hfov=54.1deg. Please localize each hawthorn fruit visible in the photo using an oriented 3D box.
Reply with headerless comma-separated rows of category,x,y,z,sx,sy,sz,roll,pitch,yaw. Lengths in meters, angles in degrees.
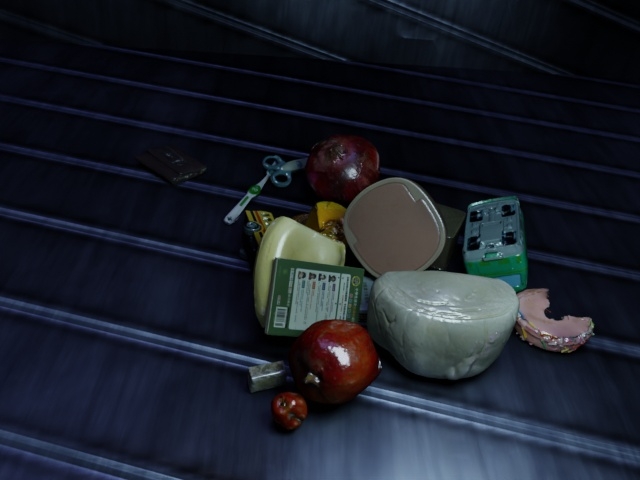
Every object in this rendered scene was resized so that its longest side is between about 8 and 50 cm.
hawthorn fruit,-0.076,0.395,1.464,0.093,0.093,0.093,4,36,-3
hawthorn fruit,0.021,0.299,1.513,0.215,0.215,0.249,22,27,21

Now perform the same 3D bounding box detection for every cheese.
cheese,-0.075,0.107,1.715,0.259,0.316,0.128,26,-9,-20

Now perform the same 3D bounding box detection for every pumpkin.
pumpkin,0.000,-0.001,1.956,0.190,0.139,0.280,42,44,12

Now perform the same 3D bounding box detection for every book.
book,-0.011,0.159,1.668,0.264,0.202,0.027,8,-2,-26

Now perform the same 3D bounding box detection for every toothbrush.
toothbrush,-0.246,-0.173,2.280,0.042,0.040,0.418,28,43,4

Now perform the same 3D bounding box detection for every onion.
onion,0.080,-0.258,2.259,0.276,0.276,0.276,4,36,-3

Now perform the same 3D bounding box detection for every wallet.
wallet,-0.564,-0.293,2.387,0.229,0.049,0.182,32,40,29

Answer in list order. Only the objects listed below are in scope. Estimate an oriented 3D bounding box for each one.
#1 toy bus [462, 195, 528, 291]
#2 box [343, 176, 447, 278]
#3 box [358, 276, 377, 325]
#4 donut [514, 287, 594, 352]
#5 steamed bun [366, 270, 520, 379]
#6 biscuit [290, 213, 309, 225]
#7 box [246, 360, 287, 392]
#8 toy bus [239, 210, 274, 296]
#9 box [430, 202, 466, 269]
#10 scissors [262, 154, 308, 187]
toy bus,0.554,0.021,1.962,0.183,0.200,0.343,-10,26,22
box,0.235,-0.042,1.880,0.300,0.301,0.216,16,12,14
box,0.195,0.177,1.827,0.242,0.067,0.155,3,37,-3
donut,0.645,0.235,1.793,0.199,0.085,0.233,-17,42,-29
steamed bun,0.317,0.222,1.626,0.383,0.247,0.236,5,33,-3
biscuit,-0.056,-0.027,2.107,0.126,0.025,0.206,-11,39,-22
box,-0.133,0.339,1.559,0.098,0.062,0.045,-6,42,-20
toy bus,-0.169,0.040,1.923,0.123,0.121,0.336,-1,35,-21
box,0.320,-0.040,2.082,0.273,0.143,0.184,19,38,16
scissors,-0.098,-0.286,2.427,0.289,0.041,0.138,-21,75,-42
